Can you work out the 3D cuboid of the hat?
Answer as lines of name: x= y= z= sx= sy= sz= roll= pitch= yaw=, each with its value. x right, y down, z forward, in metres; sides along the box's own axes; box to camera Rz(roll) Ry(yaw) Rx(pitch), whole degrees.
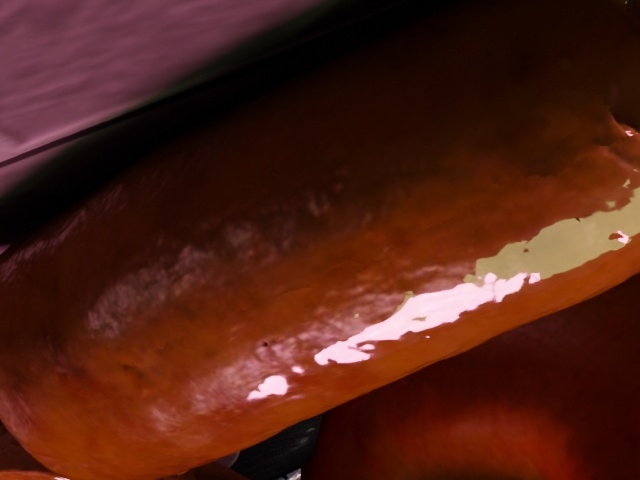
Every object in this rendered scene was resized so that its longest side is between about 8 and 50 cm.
hat: x=-0.055 y=0.145 z=1.189 sx=0.191 sy=0.078 sz=0.138 roll=-41 pitch=167 yaw=10

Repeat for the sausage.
sausage: x=0.000 y=0.002 z=0.547 sx=0.271 sy=0.109 sz=0.109 roll=-26 pitch=167 yaw=28

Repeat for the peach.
peach: x=0.147 y=0.143 z=0.871 sx=0.310 sy=0.335 sz=0.406 roll=-15 pitch=175 yaw=11

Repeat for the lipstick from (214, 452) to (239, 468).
lipstick: x=-0.153 y=0.160 z=1.159 sx=0.059 sy=0.059 sz=0.264 roll=-8 pitch=165 yaw=-45

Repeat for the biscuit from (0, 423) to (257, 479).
biscuit: x=-0.061 y=0.189 z=1.056 sx=0.262 sy=0.052 sz=0.277 roll=8 pitch=147 yaw=9
